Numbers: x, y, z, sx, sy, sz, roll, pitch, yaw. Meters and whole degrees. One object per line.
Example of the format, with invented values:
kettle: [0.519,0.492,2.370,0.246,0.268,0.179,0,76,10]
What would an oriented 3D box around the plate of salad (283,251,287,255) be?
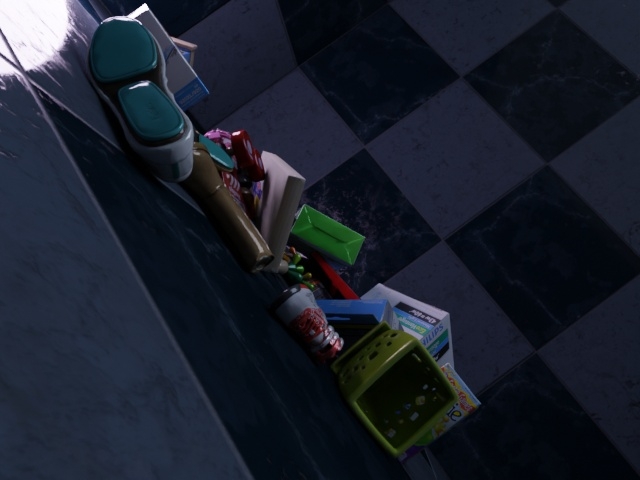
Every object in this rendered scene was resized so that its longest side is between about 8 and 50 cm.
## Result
plate of salad: [-0.214,0.017,2.186,0.200,0.048,0.200,54,-2,3]

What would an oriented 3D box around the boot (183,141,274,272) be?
boot: [-0.204,-0.064,0.969,0.270,0.089,0.236,55,-1,8]

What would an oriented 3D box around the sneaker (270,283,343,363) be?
sneaker: [-0.017,0.192,0.993,0.145,0.090,0.270,51,-5,21]

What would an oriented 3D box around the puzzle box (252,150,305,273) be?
puzzle box: [-0.152,-0.105,1.340,0.052,0.272,0.409,12,16,-20]

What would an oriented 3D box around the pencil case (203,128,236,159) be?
pencil case: [-0.347,-0.290,1.650,0.160,0.167,0.386,37,-2,-3]

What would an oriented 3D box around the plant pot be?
plant pot: [0.170,0.357,1.141,0.228,0.227,0.207,54,-8,-20]

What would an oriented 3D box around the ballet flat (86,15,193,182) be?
ballet flat: [-0.323,-0.252,0.806,0.400,0.139,0.139,58,0,31]

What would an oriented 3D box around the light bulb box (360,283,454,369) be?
light bulb box: [0.317,0.418,1.780,0.357,0.225,0.361,22,-45,45]

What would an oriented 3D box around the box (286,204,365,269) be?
box: [0.000,0.000,1.709,0.261,0.127,0.231,28,-14,-8]

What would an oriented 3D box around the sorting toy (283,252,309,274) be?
sorting toy: [-0.062,0.145,1.882,0.307,0.041,0.229,12,-37,46]

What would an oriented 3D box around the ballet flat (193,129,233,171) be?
ballet flat: [-0.310,-0.227,1.056,0.232,0.073,0.080,40,28,-37]

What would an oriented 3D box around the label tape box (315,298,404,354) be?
label tape box: [0.103,0.250,1.368,0.334,0.240,0.106,57,37,-48]

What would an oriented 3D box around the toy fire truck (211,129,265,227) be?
toy fire truck: [-0.249,-0.146,1.259,0.302,0.169,0.254,59,19,-76]

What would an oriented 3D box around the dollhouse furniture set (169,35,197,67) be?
dollhouse furniture set: [-0.559,-0.525,1.382,0.286,0.198,0.303,18,29,-2]

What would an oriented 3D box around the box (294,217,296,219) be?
box: [-0.208,-0.106,1.662,0.167,0.168,0.203,53,-2,-10]

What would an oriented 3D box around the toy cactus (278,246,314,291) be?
toy cactus: [-0.117,0.093,1.461,0.219,0.112,0.180,56,18,22]

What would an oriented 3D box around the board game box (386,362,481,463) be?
board game box: [0.310,0.505,1.306,0.144,0.275,0.142,53,-2,28]

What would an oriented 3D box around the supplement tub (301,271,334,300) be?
supplement tub: [-0.018,0.211,1.621,0.198,0.106,0.106,54,-2,19]

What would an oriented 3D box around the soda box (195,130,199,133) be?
soda box: [-0.453,-0.353,1.686,0.058,0.061,0.181,55,-2,0]

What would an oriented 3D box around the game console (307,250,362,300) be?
game console: [0.061,0.254,1.721,0.342,0.060,0.387,51,-24,24]

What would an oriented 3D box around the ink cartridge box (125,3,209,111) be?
ink cartridge box: [-0.432,-0.445,1.141,0.233,0.168,0.171,55,-1,-37]
